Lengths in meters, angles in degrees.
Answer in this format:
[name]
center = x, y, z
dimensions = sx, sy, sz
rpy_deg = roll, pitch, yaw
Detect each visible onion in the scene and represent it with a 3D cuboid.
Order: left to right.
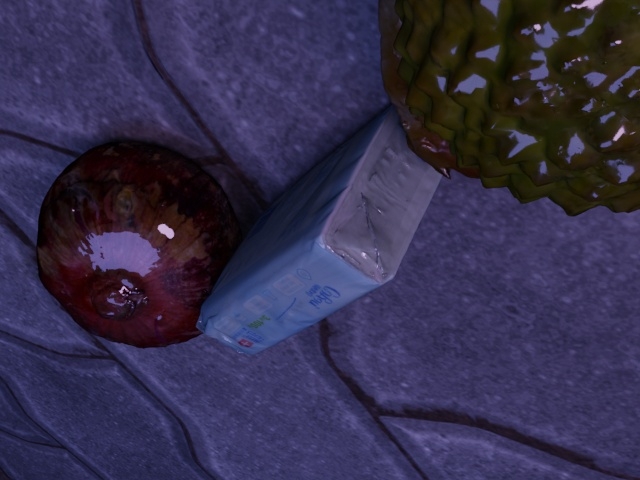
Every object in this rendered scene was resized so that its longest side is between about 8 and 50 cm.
[onion]
center = -0.200, 0.011, 1.004
dimensions = 0.247, 0.190, 0.246
rpy_deg = 9, 129, 11

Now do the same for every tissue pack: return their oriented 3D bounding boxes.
[tissue pack]
center = 0.000, 0.000, 0.844
dimensions = 0.089, 0.177, 0.263
rpy_deg = 38, 146, -14

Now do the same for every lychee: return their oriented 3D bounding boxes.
[lychee]
center = 0.175, -0.154, 0.414
dimensions = 0.269, 0.320, 0.270
rpy_deg = 61, 173, 12

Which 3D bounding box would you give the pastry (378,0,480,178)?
[pastry]
center = 0.137, -0.128, 0.635
dimensions = 0.218, 0.100, 0.229
rpy_deg = 33, 146, -7
